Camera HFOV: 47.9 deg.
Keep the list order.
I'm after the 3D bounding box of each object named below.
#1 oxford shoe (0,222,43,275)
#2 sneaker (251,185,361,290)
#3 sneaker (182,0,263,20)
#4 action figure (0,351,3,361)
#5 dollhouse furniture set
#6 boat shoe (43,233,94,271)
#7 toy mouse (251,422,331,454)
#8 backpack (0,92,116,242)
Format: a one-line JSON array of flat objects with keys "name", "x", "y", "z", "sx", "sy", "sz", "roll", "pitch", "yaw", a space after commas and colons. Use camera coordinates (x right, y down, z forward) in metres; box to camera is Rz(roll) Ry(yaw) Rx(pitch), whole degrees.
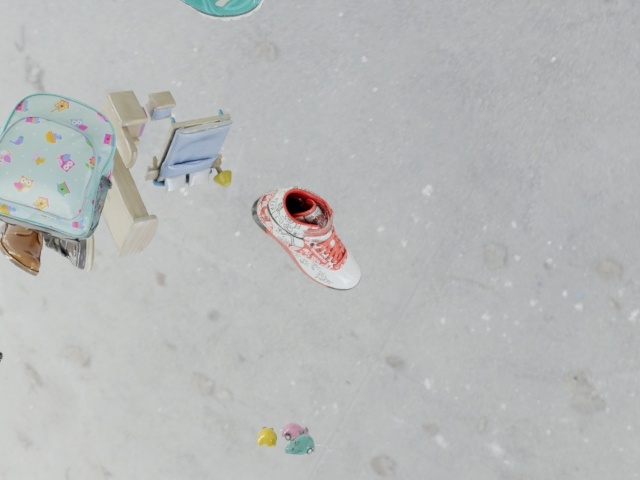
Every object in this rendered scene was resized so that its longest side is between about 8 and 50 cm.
[{"name": "oxford shoe", "x": -0.548, "y": -0.006, "z": 1.340, "sx": 0.076, "sy": 0.212, "sz": 0.076, "roll": -47, "pitch": 129, "yaw": 3}, {"name": "sneaker", "x": -0.001, "y": 0.001, "z": 1.367, "sx": 0.270, "sy": 0.090, "sz": 0.145, "roll": 41, "pitch": 155, "yaw": -16}, {"name": "sneaker", "x": -0.217, "y": -0.421, "z": 1.131, "sx": 0.275, "sy": 0.110, "sz": 0.107, "roll": 18, "pitch": 102, "yaw": 7}, {"name": "action figure", "x": -0.880, "y": 0.270, "z": 1.656, "sx": 0.276, "sy": 0.164, "sz": 0.141, "roll": 28, "pitch": 171, "yaw": -38}, {"name": "dollhouse furniture set", "x": -0.258, "y": -0.138, "z": 1.391, "sx": 0.198, "sy": 0.304, "sz": 0.286, "roll": 63, "pitch": 144, "yaw": 16}, {"name": "boat shoe", "x": -0.577, "y": -0.012, "z": 1.620, "sx": 0.285, "sy": 0.092, "sz": 0.102, "roll": 44, "pitch": 124, "yaw": 49}, {"name": "toy mouse", "x": -0.048, "y": 0.372, "z": 1.362, "sx": 0.143, "sy": 0.161, "sz": 0.031, "roll": 7, "pitch": 92, "yaw": 3}, {"name": "backpack", "x": -0.370, "y": -0.109, "z": 0.998, "sx": 0.166, "sy": 0.188, "sz": 0.144, "roll": 18, "pitch": 166, "yaw": -11}]
